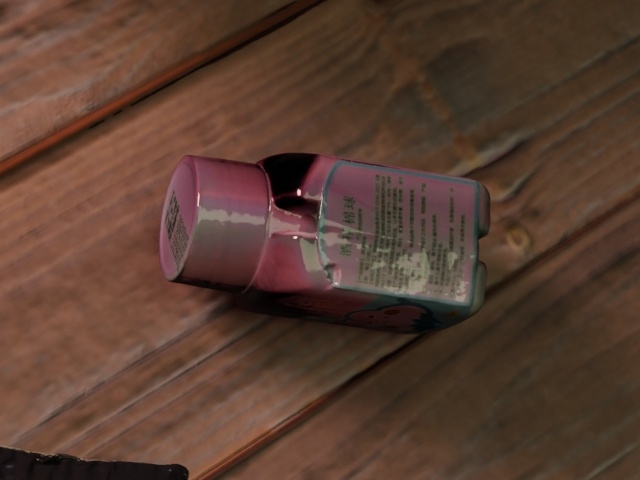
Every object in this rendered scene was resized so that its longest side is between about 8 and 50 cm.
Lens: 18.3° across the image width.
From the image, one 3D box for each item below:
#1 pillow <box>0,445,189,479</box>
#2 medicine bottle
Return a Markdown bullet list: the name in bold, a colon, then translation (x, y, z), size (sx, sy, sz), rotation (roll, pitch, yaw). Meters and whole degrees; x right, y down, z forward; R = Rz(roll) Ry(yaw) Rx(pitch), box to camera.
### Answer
- **pillow**: translation (-0.183, 0.184, 1.171), size (0.208, 0.055, 0.141), rotation (13, 70, -19)
- **medicine bottle**: translation (0.000, 0.000, 1.239), size (0.188, 0.119, 0.094), rotation (9, 77, -20)
